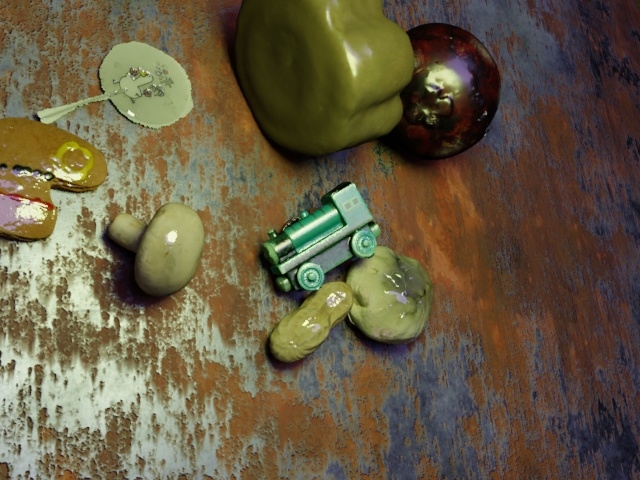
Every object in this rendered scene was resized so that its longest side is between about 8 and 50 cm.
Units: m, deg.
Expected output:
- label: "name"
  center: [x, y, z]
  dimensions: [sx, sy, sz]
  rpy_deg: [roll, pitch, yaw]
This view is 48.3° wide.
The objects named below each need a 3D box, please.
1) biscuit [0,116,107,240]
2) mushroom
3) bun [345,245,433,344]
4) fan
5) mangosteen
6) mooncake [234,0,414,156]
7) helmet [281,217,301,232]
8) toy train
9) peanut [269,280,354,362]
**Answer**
- label: "biscuit"
  center: [-0.594, -0.122, 1.499]
  dimensions: [0.262, 0.052, 0.277]
  rpy_deg: [22, 61, -25]
- label: "mushroom"
  center: [-0.344, 0.007, 1.528]
  dimensions: [0.209, 0.206, 0.206]
  rpy_deg: [38, 55, -17]
- label: "bun"
  center: [0.193, 0.142, 1.856]
  dimensions: [0.273, 0.168, 0.272]
  rpy_deg: [19, 55, -30]
- label: "fan"
  center: [-0.481, -0.350, 1.688]
  dimensions: [0.415, 0.012, 0.233]
  rpy_deg: [-29, 88, -40]
- label: "mangosteen"
  center: [0.318, -0.413, 2.048]
  dimensions: [0.381, 0.421, 0.380]
  rpy_deg: [0, 91, -2]
- label: "mooncake"
  center: [0.002, -0.444, 1.786]
  dimensions: [0.262, 0.467, 0.467]
  rpy_deg: [-26, 87, -33]
- label: "helmet"
  center: [-0.073, -0.023, 1.812]
  dimensions: [0.084, 0.049, 0.065]
  rpy_deg: [-36, 113, -20]
- label: "toy train"
  center: [0.000, 0.000, 1.764]
  dimensions: [0.298, 0.120, 0.194]
  rpy_deg: [-32, 98, -17]
- label: "peanut"
  center: [-0.014, 0.188, 1.722]
  dimensions: [0.111, 0.125, 0.274]
  rpy_deg: [51, 53, -7]
